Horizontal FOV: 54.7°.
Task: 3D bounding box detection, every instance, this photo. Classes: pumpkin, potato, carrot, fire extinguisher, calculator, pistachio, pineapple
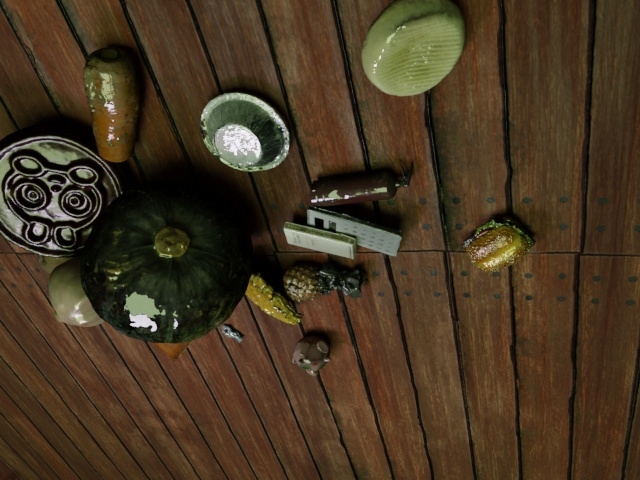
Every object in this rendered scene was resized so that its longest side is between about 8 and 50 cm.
[{"bbox_3d":[-0.400,0.054,1.643,0.454,0.454,0.344,27,153,-5],"label":"pumpkin"},{"bbox_3d":[-0.798,0.021,1.947,0.165,0.165,0.262,32,127,-10],"label":"potato"},{"bbox_3d":[-0.513,-0.335,1.549,0.138,0.139,0.302,18,142,4],"label":"carrot"},{"bbox_3d":[0.105,-0.140,1.545,0.267,0.072,0.089,-5,92,24],"label":"fire extinguisher"},{"bbox_3d":[0.085,-0.025,1.641,0.261,0.021,0.161,16,161,6],"label":"calculator"},{"bbox_3d":[-0.677,0.133,1.801,0.208,0.332,0.226,41,91,-16],"label":"pistachio"},{"bbox_3d":[0.018,0.121,1.791,0.237,0.119,0.111,-3,85,17],"label":"pineapple"}]

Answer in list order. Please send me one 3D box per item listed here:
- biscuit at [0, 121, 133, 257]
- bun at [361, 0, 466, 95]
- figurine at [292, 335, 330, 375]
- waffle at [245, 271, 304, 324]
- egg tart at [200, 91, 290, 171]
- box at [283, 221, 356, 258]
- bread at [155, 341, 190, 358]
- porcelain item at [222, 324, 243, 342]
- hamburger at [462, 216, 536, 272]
[{"bbox_3d":[-0.734,-0.125,1.722,0.407,0.091,0.407,-5,121,-9],"label":"biscuit"},{"bbox_3d":[0.180,-0.403,1.245,0.222,0.127,0.222,-11,141,-9],"label":"bun"},{"bbox_3d":[-0.028,0.373,2.017,0.125,0.125,0.138,19,147,2],"label":"figurine"},{"bbox_3d":[-0.170,0.165,1.864,0.245,0.052,0.254,49,161,-26],"label":"waffle"},{"bbox_3d":[-0.190,-0.256,1.525,0.234,0.094,0.234,8,133,9],"label":"egg tart"},{"bbox_3d":[0.000,0.000,1.703,0.198,0.029,0.109,13,160,9],"label":"box"},{"bbox_3d":[-0.495,0.177,1.951,0.323,0.143,0.333,41,131,1],"label":"bread"},{"bbox_3d":[-0.305,0.320,2.134,0.083,0.028,0.036,40,115,-15],"label":"porcelain item"},{"bbox_3d":[0.438,0.015,1.548,0.137,0.087,0.166,40,132,-17],"label":"hamburger"}]
